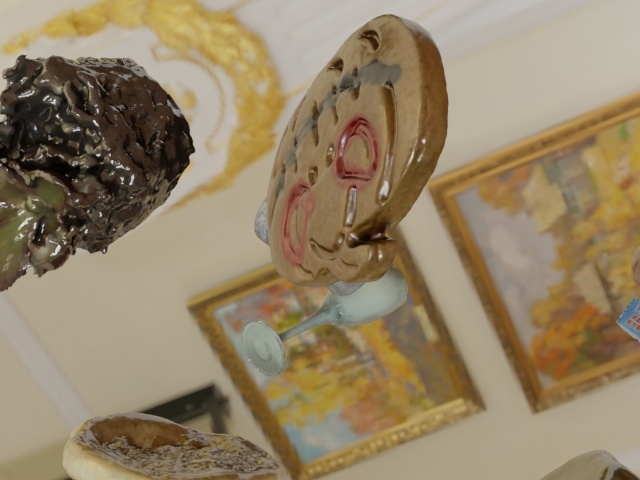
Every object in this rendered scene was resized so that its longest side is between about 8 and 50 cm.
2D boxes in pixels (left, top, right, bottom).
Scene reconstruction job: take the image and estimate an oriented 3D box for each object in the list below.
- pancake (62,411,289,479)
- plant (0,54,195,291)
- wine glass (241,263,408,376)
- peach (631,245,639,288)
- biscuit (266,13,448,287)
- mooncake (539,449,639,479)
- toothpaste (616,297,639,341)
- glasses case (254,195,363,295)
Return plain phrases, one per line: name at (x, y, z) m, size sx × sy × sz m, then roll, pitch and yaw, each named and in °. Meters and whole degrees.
pancake at (-0.161, 0.251, 1.432) m, size 0.282 × 0.282 × 0.049 m, roll -11°, pitch -69°, yaw -79°
plant at (-0.244, -0.079, 1.229) m, size 0.178 × 0.204 × 0.234 m, roll 49°, pitch -146°, yaw 5°
wine glass at (-0.045, 0.083, 2.126) m, size 0.264 × 0.309 × 0.096 m, roll 32°, pitch 130°, yaw 32°
peach at (0.414, 0.034, 1.516) m, size 0.083 × 0.083 × 0.083 m, roll -21°, pitch -90°, yaw -79°
biscuit at (0.029, -0.086, 1.488) m, size 0.063 × 0.367 × 0.314 m, roll 15°, pitch -129°, yaw -25°
mooncake at (0.359, 0.495, 1.828) m, size 0.201 × 0.378 × 0.378 m, roll 45°, pitch -168°, yaw -1°
toothpaste at (0.556, 0.184, 1.829) m, size 0.272 × 0.053 × 0.066 m, roll 38°, pitch -176°, yaw 31°
glasses case at (0.000, 0.000, 1.916) m, size 0.067 × 0.109 × 0.282 m, roll 33°, pitch 178°, yaw 41°
